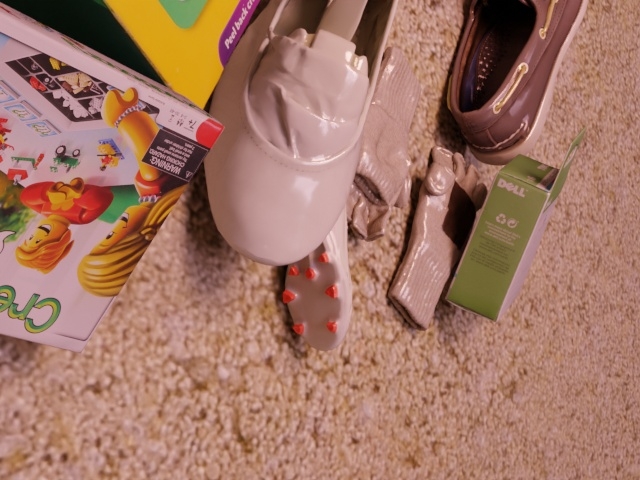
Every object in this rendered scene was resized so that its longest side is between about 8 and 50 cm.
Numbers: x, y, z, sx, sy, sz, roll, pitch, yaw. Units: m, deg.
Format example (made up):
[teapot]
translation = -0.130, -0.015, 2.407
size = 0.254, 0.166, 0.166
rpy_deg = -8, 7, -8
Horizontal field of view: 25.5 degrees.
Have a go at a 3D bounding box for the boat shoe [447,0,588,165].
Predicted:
[boat shoe]
translation = 0.218, -0.247, 1.575
size = 0.097, 0.117, 0.324
rpy_deg = 43, 59, -51

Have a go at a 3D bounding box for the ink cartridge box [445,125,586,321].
[ink cartridge box]
translation = 0.208, -0.028, 1.493
size = 0.109, 0.062, 0.209
rpy_deg = -34, 146, -66

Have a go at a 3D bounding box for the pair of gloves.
[pair of gloves]
translation = 0.095, -0.052, 1.437
size = 0.240, 0.042, 0.204
rpy_deg = 57, 44, -37

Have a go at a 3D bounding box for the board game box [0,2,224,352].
[board game box]
translation = -0.213, -0.046, 0.872
size = 0.305, 0.053, 0.193
rpy_deg = 23, 103, -54

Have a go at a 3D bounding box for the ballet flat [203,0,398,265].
[ballet flat]
translation = 0.002, -0.169, 1.203
size = 0.139, 0.139, 0.400
rpy_deg = 53, 44, -42

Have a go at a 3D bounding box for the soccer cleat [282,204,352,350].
[soccer cleat]
translation = 0.000, 0.000, 1.269
size = 0.076, 0.068, 0.196
rpy_deg = -22, 104, -58

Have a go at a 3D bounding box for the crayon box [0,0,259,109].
[crayon box]
translation = -0.139, -0.318, 1.033
size = 0.313, 0.106, 0.363
rpy_deg = 54, 47, -39
